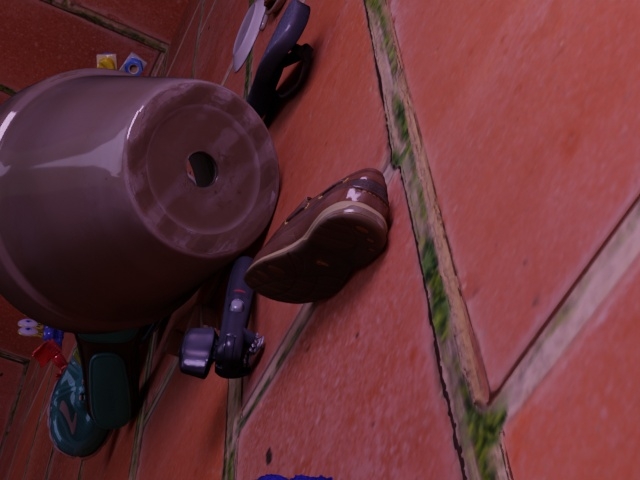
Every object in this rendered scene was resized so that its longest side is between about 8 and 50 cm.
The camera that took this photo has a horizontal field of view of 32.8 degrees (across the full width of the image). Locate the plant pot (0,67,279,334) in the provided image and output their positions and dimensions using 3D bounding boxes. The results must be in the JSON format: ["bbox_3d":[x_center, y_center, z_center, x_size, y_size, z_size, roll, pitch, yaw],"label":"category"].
[{"bbox_3d":[-0.202,-0.059,1.223,0.280,0.323,0.323,-11,58,54],"label":"plant pot"}]

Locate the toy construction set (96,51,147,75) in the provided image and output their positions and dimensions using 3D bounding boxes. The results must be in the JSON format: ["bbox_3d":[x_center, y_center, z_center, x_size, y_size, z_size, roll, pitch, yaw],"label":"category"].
[{"bbox_3d":[-0.356,-0.174,1.985,0.328,0.215,0.151,-58,18,33],"label":"toy construction set"}]

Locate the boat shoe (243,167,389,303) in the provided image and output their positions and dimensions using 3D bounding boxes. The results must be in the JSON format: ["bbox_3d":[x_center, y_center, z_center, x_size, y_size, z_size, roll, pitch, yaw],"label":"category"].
[{"bbox_3d":[0.000,0.000,0.854,0.178,0.064,0.060,-36,30,52],"label":"boat shoe"}]

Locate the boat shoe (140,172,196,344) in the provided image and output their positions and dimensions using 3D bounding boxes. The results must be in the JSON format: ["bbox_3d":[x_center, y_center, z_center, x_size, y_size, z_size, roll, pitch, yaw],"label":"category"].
[{"bbox_3d":[-0.228,0.027,1.512,0.079,0.095,0.254,-105,37,-66],"label":"boat shoe"}]

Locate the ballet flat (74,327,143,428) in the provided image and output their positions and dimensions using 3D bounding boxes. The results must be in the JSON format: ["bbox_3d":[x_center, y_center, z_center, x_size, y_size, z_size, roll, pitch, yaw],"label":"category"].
[{"bbox_3d":[-0.284,0.124,1.457,0.096,0.095,0.280,-101,18,-57],"label":"ballet flat"}]

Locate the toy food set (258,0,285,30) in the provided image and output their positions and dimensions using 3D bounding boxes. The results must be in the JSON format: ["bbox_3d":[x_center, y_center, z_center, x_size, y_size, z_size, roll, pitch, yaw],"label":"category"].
[{"bbox_3d":[-0.062,-0.401,1.625,0.192,0.038,0.132,-33,38,65],"label":"toy food set"}]

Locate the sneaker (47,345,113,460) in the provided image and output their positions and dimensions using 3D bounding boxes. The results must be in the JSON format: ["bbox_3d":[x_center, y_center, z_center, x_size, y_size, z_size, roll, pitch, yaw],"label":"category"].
[{"bbox_3d":[-0.331,0.184,1.600,0.110,0.107,0.275,118,166,-66],"label":"sneaker"}]

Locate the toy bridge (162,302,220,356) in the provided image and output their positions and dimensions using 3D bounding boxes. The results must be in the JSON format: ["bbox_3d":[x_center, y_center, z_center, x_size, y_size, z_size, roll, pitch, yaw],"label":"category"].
[{"bbox_3d":[-0.143,0.104,1.254,0.063,0.026,0.188,-71,16,-12],"label":"toy bridge"}]

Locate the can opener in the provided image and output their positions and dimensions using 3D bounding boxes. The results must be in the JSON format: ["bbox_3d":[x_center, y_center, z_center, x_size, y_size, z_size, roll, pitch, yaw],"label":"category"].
[{"bbox_3d":[-0.084,0.069,1.048,0.186,0.073,0.059,-76,7,-58],"label":"can opener"}]

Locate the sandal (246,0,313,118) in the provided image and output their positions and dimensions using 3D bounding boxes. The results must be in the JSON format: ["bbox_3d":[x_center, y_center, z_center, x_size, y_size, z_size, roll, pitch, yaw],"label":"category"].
[{"bbox_3d":[-0.043,-0.206,1.303,0.254,0.054,0.097,126,168,-70],"label":"sandal"}]

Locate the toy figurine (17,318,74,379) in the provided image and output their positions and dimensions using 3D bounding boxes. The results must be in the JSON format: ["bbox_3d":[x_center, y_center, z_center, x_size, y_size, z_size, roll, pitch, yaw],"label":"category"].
[{"bbox_3d":[-0.350,0.115,1.829,0.217,0.191,0.362,-38,14,1],"label":"toy figurine"}]

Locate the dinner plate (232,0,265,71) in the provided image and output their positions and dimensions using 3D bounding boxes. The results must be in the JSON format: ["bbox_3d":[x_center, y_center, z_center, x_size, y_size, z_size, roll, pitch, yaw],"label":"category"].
[{"bbox_3d":[-0.119,-0.345,1.789,0.141,0.017,0.141,-160,90,-74],"label":"dinner plate"}]

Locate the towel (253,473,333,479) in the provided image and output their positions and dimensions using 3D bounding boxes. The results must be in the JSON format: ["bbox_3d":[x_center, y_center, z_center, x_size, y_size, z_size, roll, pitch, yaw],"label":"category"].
[{"bbox_3d":[-0.071,0.313,0.667,0.227,0.076,0.308,-38,33,49],"label":"towel"}]
